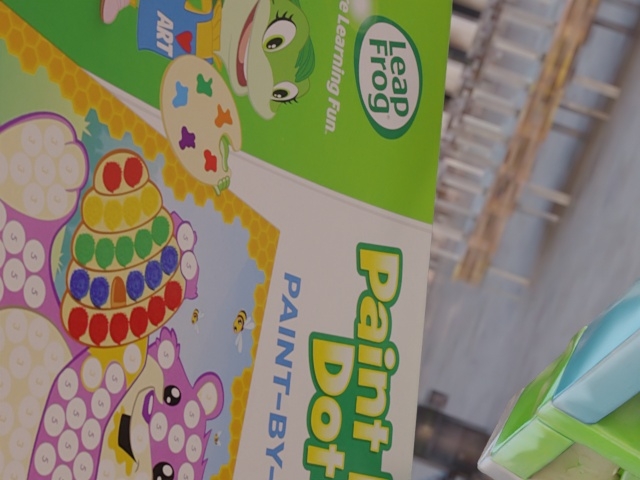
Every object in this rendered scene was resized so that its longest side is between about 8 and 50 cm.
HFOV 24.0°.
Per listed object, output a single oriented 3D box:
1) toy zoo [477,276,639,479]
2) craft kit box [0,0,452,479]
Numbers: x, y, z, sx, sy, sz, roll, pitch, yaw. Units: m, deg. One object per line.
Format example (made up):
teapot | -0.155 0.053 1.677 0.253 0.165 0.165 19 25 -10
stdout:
toy zoo | 0.165 0.051 0.338 0.030 0.192 0.293 -59 -1 -27
craft kit box | -0.062 0.008 0.355 0.247 0.061 0.249 24 -113 -53
